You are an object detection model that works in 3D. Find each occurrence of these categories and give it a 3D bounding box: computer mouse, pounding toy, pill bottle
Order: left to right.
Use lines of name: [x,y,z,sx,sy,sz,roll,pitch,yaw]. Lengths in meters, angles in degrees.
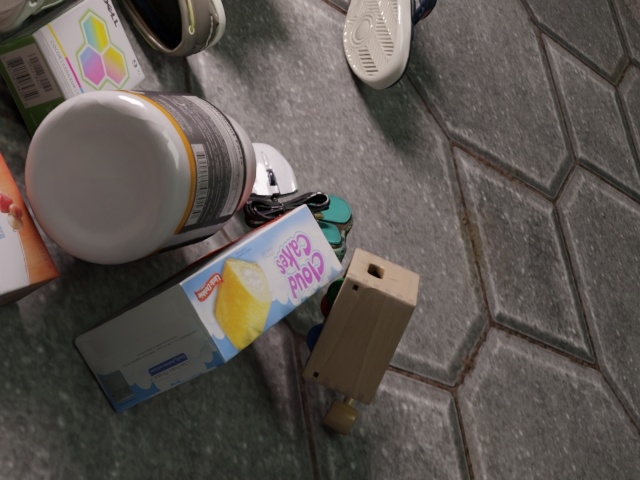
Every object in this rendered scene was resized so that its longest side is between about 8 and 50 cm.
pill bottle: [-0.165,-0.068,1.275,0.162,0.162,0.278,62,14,1]
computer mouse: [-0.064,-0.075,1.492,0.106,0.042,0.193,-7,30,-20]
pounding toy: [0.030,0.119,1.457,0.094,0.206,0.181,24,15,0]

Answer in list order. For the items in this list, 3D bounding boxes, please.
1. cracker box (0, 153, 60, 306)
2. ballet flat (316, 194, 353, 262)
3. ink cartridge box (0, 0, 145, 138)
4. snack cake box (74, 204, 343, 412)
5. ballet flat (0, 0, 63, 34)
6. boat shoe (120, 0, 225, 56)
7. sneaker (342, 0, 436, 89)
cracker box: [-0.349,-0.002,1.090,0.232,0.067,0.155,-22,85,-58]
ballet flat: [0.000,0.000,1.486,0.070,0.070,0.188,55,16,-10]
ink cartridge box: [-0.252,-0.197,1.362,0.109,0.062,0.209,68,28,-20]
snack cake box: [-0.107,0.064,1.305,0.089,0.152,0.264,60,32,-4]
ballet flat: [-0.311,-0.281,1.308,0.139,0.139,0.400,55,33,-10]
boat shoe: [-0.219,-0.358,1.514,0.305,0.109,0.091,61,27,-9]
sneaker: [0.121,-0.356,1.975,0.148,0.131,0.350,29,44,-35]
